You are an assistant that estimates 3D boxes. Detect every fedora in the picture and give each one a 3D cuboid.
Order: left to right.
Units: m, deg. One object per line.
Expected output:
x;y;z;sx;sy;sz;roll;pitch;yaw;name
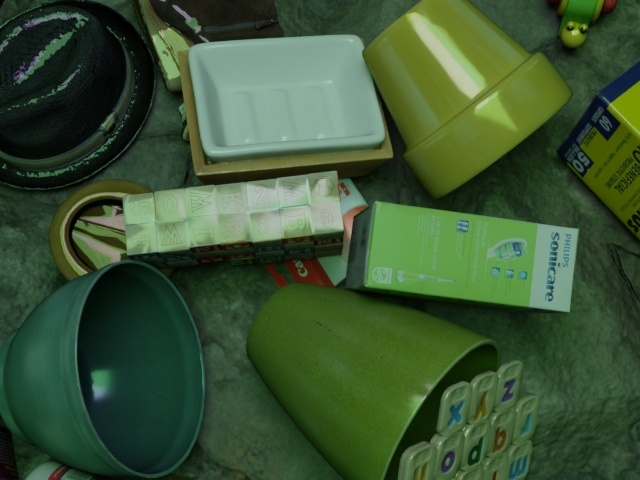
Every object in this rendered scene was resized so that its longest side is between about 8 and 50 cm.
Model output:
-0.420;-0.248;1.720;0.334;0.152;0.334;0;74;0;fedora
-0.305;0.004;1.684;0.194;0.079;0.194;2;77;-8;fedora

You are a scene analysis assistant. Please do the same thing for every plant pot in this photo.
-0.319;0.186;1.550;0.196;0.293;0.293;-11;72;25;plant pot
0.050;0.182;1.556;0.293;0.275;0.275;32;76;26;plant pot
0.193;-0.227;1.631;0.254;0.254;0.239;-39;93;-10;plant pot

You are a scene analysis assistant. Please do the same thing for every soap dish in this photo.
-0.057;-0.190;1.683;0.291;0.118;0.229;-6;61;-10;soap dish

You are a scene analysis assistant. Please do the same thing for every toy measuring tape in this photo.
0.430;-0.461;1.797;0.121;0.121;0.330;13;74;4;toy measuring tape

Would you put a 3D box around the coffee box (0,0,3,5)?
-0.523;-0.513;1.804;0.098;0.141;0.246;21;76;6;coffee box

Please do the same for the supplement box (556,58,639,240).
0.553;-0.093;1.635;0.195;0.194;0.356;-37;76;-19;supplement box

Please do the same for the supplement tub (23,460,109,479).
-0.282;0.423;1.506;0.272;0.191;0.191;18;75;6;supplement tub

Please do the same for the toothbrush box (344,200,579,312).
0.190;0.030;1.583;0.283;0.206;0.122;9;85;-5;toothbrush box

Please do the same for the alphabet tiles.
0.197;0.301;1.509;0.021;0.284;0.278;22;116;41;alphabet tiles

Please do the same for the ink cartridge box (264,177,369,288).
0.000;0.000;1.703;0.179;0.045;0.145;-30;76;-11;ink cartridge box

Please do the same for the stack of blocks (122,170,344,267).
-0.118;-0.021;1.604;0.297;0.171;0.087;-6;79;-2;stack of blocks

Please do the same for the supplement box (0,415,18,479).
-0.476;0.329;1.579;0.081;0.104;0.188;-13;74;-3;supplement box

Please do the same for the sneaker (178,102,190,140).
-0.207;-0.195;1.770;0.037;0.032;0.083;9;69;17;sneaker

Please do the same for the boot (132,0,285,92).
-0.181;-0.365;1.779;0.207;0.090;0.248;-20;90;-14;boot
